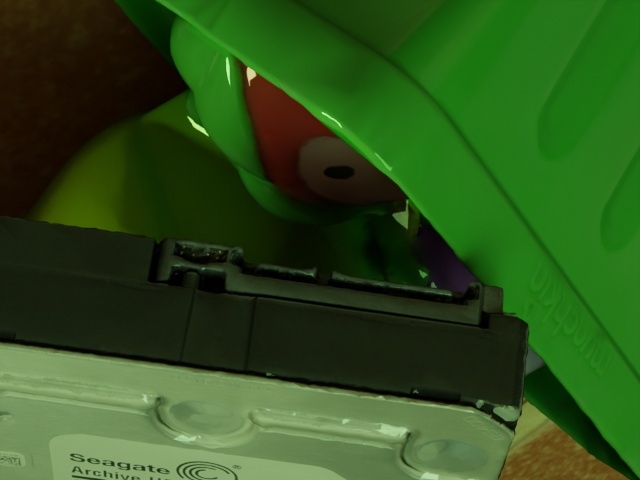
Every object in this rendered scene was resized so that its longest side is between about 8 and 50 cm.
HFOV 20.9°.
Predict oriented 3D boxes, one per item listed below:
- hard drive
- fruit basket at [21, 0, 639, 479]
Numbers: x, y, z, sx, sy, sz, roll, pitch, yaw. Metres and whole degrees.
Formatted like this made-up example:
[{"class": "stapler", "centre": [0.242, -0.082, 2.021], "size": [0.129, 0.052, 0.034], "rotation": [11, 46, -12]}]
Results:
[{"class": "hard drive", "centre": [-0.048, 0.113, 0.785], "size": [0.236, 0.064, 0.339], "rotation": [8, 148, -1]}, {"class": "fruit basket", "centre": [0.000, 0.000, 0.830], "size": [0.392, 0.283, 0.392], "rotation": [-24, 132, -29]}]
